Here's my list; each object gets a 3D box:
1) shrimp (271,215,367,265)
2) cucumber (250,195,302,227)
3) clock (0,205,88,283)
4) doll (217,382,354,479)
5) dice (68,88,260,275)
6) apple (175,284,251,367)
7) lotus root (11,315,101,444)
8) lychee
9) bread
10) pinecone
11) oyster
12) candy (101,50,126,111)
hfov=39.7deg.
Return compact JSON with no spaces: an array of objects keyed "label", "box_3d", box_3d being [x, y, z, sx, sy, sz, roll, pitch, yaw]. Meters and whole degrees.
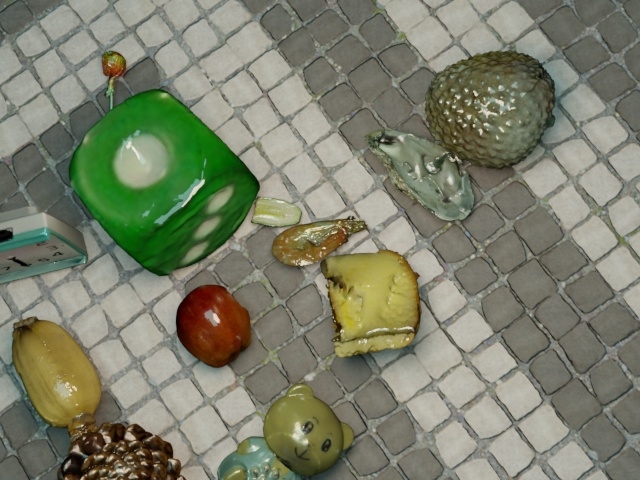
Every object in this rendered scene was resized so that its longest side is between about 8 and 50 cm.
[{"label":"shrimp","box_3d":[0.000,0.002,1.918,0.217,0.051,0.115,-16,53,-4]},{"label":"cucumber","box_3d":[-0.095,-0.056,1.960,0.107,0.035,0.067,11,69,3]},{"label":"clock","box_3d":[-0.669,0.004,1.917,0.262,0.231,0.116,-14,73,4]},{"label":"doll","box_3d":[-0.069,0.431,1.795,0.177,0.161,0.261,44,88,-7]},{"label":"dice","box_3d":[-0.327,-0.119,1.868,0.297,0.300,0.287,-44,74,-2]},{"label":"apple","box_3d":[-0.225,0.183,1.864,0.156,0.147,0.158,-49,63,22]},{"label":"lotus root","box_3d":[-0.561,0.293,1.896,0.146,0.130,0.303,-41,73,22]},{"label":"lychee","box_3d":[0.356,-0.279,1.842,0.274,0.255,0.255,21,81,-6]},{"label":"bread","box_3d":[0.116,0.143,1.832,0.204,0.163,0.262,-12,44,8]},{"label":"pinecone","box_3d":[-0.411,0.481,1.786,0.264,0.264,0.264,-1,79,6]},{"label":"oyster","box_3d":[0.211,-0.142,1.915,0.251,0.087,0.200,8,70,1]},{"label":"candy","box_3d":[-0.484,-0.342,2.062,0.060,0.060,0.201,1,86,7]}]
